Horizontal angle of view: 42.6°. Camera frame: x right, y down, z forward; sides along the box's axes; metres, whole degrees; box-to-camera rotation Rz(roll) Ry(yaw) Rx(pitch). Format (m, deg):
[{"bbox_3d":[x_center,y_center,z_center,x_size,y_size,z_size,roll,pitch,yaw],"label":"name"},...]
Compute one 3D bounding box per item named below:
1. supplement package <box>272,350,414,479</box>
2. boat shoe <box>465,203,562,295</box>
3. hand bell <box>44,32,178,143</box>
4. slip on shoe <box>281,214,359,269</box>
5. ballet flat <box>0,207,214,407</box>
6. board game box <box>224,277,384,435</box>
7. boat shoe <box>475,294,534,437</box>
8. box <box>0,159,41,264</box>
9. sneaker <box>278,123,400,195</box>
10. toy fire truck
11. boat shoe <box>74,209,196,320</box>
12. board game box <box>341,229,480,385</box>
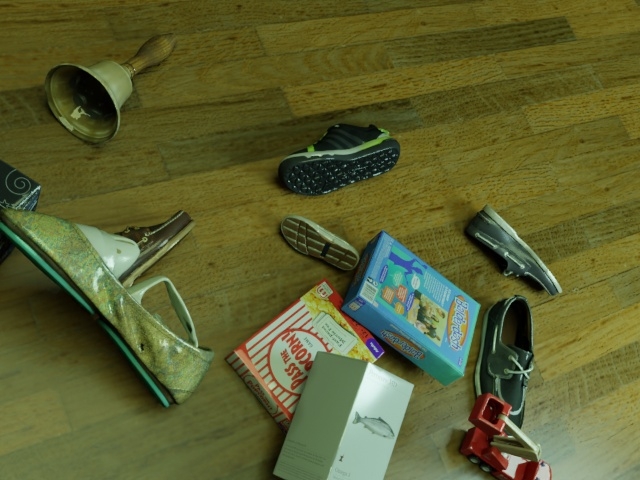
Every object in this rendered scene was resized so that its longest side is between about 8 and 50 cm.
[{"bbox_3d":[0.032,0.255,1.110,0.105,0.105,0.179,31,72,-37],"label":"supplement package"},{"bbox_3d":[0.339,0.029,1.442,0.065,0.075,0.206,-43,97,9],"label":"boat shoe"},{"bbox_3d":[-0.290,-0.262,1.247,0.126,0.126,0.242,40,46,-5],"label":"hand bell"},{"bbox_3d":[0.000,0.000,1.293,0.135,0.051,0.041,26,19,-4],"label":"slip on shoe"},{"bbox_3d":[-0.252,0.065,1.030,0.348,0.123,0.123,56,52,-28],"label":"ballet flat"},{"bbox_3d":[-0.020,0.168,1.202,0.193,0.045,0.146,-38,87,-33],"label":"board game box"},{"bbox_3d":[0.304,0.201,1.326,0.084,0.079,0.233,18,63,-20],"label":"boat shoe"},{"bbox_3d":[-0.502,-0.050,1.013,0.247,0.142,0.163,33,59,-7],"label":"box"},{"bbox_3d":[0.022,-0.142,1.359,0.235,0.084,0.097,-13,50,-31],"label":"sneaker"},{"bbox_3d":[0.283,0.311,1.229,0.192,0.135,0.047,36,57,-7],"label":"toy fire truck"},{"bbox_3d":[-0.261,0.017,1.137,0.073,0.073,0.207,48,57,-6],"label":"boat shoe"},{"bbox_3d":[0.146,0.104,1.283,0.210,0.047,0.160,37,43,-10],"label":"board game box"}]
